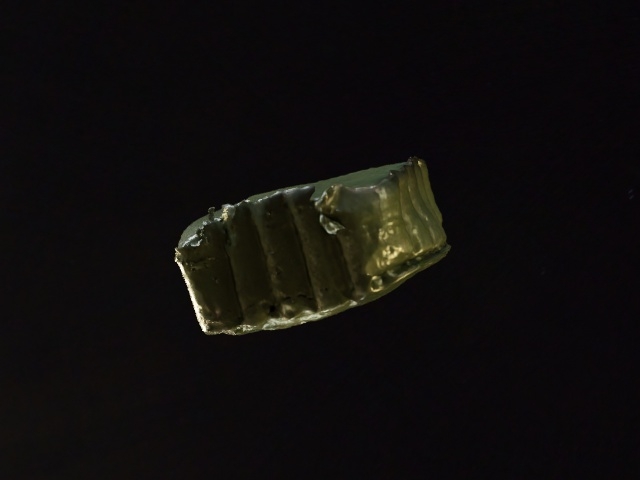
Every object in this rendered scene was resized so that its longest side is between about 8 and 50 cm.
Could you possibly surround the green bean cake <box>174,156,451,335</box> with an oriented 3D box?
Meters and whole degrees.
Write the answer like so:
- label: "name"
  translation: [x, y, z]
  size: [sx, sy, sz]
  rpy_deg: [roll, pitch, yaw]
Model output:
- label: "green bean cake"
  translation: [0.000, 0.000, 0.970]
  size: [0.227, 0.222, 0.125]
  rpy_deg: [-18, -87, 21]
